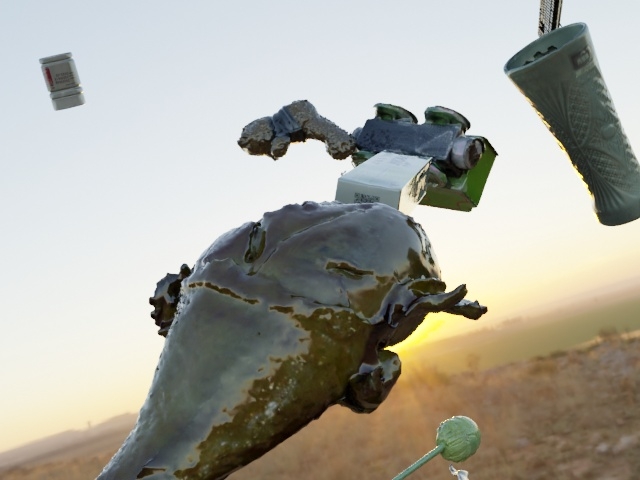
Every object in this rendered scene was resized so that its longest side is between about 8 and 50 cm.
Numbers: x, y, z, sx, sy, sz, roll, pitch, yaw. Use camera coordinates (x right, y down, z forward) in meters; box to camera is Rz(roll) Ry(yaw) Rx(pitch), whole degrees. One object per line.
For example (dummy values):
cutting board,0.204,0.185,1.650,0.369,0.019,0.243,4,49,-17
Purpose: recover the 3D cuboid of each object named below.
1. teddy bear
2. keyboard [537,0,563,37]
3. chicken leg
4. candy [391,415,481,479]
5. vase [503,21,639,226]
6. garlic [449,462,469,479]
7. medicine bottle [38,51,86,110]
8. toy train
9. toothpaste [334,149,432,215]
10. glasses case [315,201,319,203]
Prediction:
teddy bear,-0.049,-0.232,1.640,0.251,0.129,0.182,0,7,5
keyboard,0.549,-0.541,1.860,0.025,0.094,0.230,-26,-26,1
chicken leg,-0.070,0.086,0.542,0.361,0.140,0.211,-36,34,-21
candy,0.187,0.438,1.503,0.335,0.092,0.093,-22,5,-34
vase,0.295,-0.121,0.855,0.096,0.219,0.096,-31,17,11
garlic,0.072,0.366,0.598,0.340,0.231,0.246,-47,-12,-8
medicine bottle,-0.446,-0.275,1.342,0.058,0.091,0.058,-12,16,3
toy train,0.222,-0.172,1.677,0.307,0.174,0.249,11,-17,39
toothpaste,0.089,-0.071,1.046,0.081,0.067,0.336,12,15,11
glasses case,0.000,0.000,1.415,0.086,0.065,0.248,-23,33,-9
